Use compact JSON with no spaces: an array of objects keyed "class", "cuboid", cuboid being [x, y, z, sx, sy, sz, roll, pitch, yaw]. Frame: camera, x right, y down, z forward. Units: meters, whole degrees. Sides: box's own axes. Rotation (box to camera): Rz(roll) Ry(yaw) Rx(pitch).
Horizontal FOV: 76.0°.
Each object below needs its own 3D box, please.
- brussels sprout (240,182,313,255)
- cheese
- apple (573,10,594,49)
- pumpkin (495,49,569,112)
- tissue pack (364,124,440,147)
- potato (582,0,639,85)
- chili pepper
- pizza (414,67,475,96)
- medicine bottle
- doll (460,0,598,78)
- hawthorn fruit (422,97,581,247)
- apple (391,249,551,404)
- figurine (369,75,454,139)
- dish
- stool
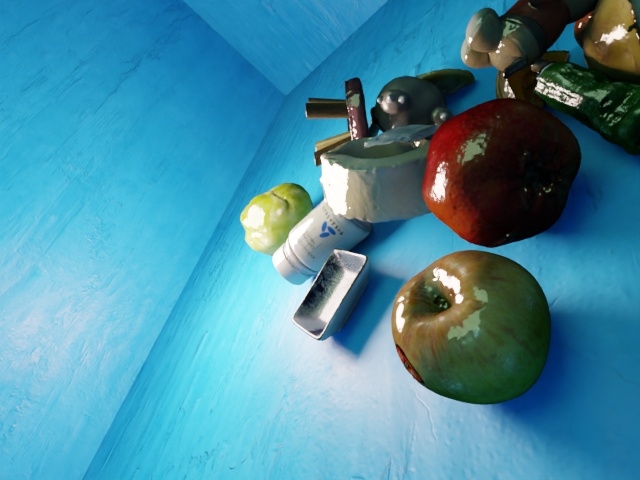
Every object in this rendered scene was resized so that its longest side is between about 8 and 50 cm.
[{"class":"brussels sprout","cuboid":[-0.169,-0.076,1.548,0.317,0.243,0.273,-36,23,38]},{"class":"cheese","cuboid":[0.148,-0.169,1.049,0.292,0.153,0.332,-27,28,-35]},{"class":"apple","cuboid":[0.615,-0.466,0.872,0.102,0.126,0.126,-32,24,-7]},{"class":"pumpkin","cuboid":[0.467,-0.384,0.969,0.111,0.163,0.278,-16,42,60]},{"class":"tissue pack","cuboid":[0.208,-0.264,1.022,0.123,0.026,0.193,13,32,40]},{"class":"potato","cuboid":[0.607,-0.408,0.695,0.289,0.300,0.237,-18,7,22]},{"class":"chili pepper","cuboid":[0.512,-0.231,0.723,0.099,0.136,0.270,-39,36,10]},{"class":"pizza","cuboid":[0.356,-0.487,1.326,0.262,0.181,0.034,166,102,-65]},{"class":"medicine bottle","cuboid":[0.000,0.000,1.249,0.293,0.170,0.170,-43,27,23]},{"class":"doll","cuboid":[0.439,-0.460,0.793,0.330,0.174,0.235,-47,-13,13]},{"class":"hawthorn fruit","cuboid":[0.321,-0.130,0.789,0.265,0.265,0.307,-52,11,1]},{"class":"apple","cuboid":[0.234,0.134,0.650,0.261,0.194,0.260,-40,25,23]},{"class":"figurine","cuboid":[0.263,-0.393,1.297,0.380,0.248,0.203,-128,61,-78]},{"class":"dish","cuboid":[0.044,0.149,1.084,0.243,0.080,0.182,-59,25,-9]},{"class":"stool","cuboid":[0.059,-0.359,1.290,0.179,0.272,0.272,-8,37,5]}]
